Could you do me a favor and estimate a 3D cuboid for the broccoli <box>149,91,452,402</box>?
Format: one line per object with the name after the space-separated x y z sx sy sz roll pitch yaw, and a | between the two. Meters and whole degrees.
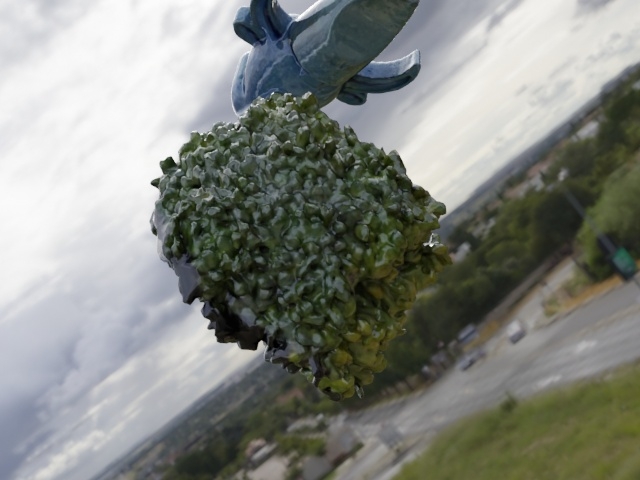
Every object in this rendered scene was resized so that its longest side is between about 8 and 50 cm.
0.005 -0.010 0.791 0.180 0.242 0.273 -45 -21 16 | broccoli

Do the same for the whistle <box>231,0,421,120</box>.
-0.008 -0.182 0.948 0.269 0.180 0.093 -28 43 45 | whistle
